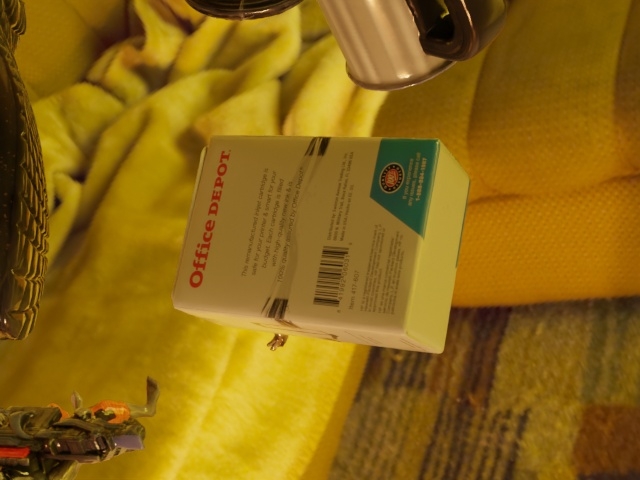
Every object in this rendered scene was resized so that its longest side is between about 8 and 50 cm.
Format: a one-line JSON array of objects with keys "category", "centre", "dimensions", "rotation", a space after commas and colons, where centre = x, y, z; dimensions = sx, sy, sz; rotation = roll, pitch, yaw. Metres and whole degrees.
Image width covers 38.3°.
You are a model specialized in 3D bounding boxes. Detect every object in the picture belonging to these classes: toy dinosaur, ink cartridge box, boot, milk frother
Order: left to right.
[{"category": "boot", "centre": [-0.300, -0.084, 0.593], "dimensions": [0.223, 0.118, 0.338], "rotation": [-8, 71, -13]}, {"category": "toy dinosaur", "centre": [-0.058, 0.087, 1.199], "dimensions": [0.053, 0.093, 0.183], "rotation": [-54, -5, -24]}, {"category": "ink cartridge box", "centre": [0.000, 0.000, 0.725], "dimensions": [0.203, 0.086, 0.148], "rotation": [5, 76, 28]}, {"category": "milk frother", "centre": [0.009, -0.131, 0.485], "dimensions": [0.143, 0.134, 0.129], "rotation": [-31, 40, 0]}]

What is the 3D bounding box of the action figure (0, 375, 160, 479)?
[{"category": "action figure", "centre": [-0.373, 0.325, 1.413], "dimensions": [0.341, 0.178, 0.330], "rotation": [0, 18, 27]}]
